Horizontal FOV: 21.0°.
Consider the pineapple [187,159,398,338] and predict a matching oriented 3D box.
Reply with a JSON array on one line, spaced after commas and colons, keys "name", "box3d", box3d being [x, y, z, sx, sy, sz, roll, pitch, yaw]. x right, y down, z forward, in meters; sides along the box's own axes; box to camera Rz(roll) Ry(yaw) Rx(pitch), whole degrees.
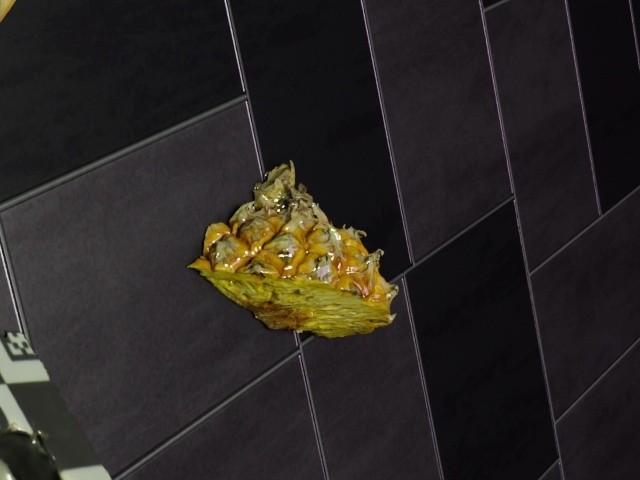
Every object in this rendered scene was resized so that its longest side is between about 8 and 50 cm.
[{"name": "pineapple", "box3d": [0.003, 0.003, 1.739, 0.250, 0.139, 0.164, 39, 55, -46]}]

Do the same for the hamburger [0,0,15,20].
[{"name": "hamburger", "box3d": [-0.300, -0.266, 1.262, 0.144, 0.156, 0.283, -52, 128, -45]}]

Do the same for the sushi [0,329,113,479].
[{"name": "sushi", "box3d": [-0.302, 0.218, 1.275, 0.296, 0.100, 0.373, 55, 25, 18]}]
